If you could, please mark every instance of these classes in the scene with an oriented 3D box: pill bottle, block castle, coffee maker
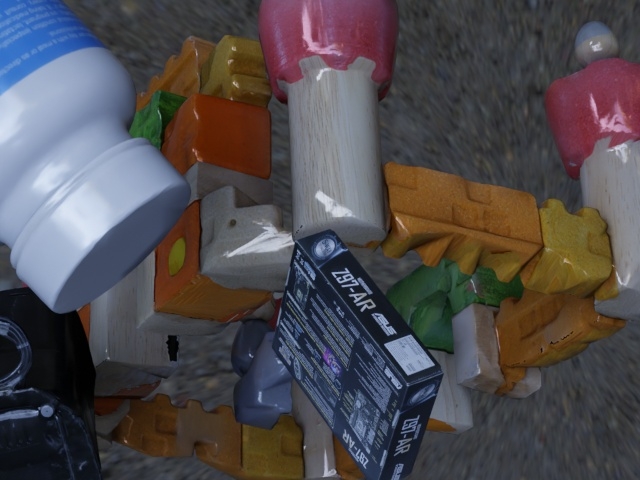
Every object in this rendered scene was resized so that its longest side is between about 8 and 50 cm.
[{"bbox_3d":[-0.169,-0.074,0.949,0.124,0.124,0.221,-45,79,4],"label":"pill bottle"},{"bbox_3d":[0.000,0.000,1.312,0.303,0.453,0.213,12,60,-28],"label":"block castle"},{"bbox_3d":[-0.174,0.092,1.093,0.120,0.178,0.171,8,109,-13],"label":"coffee maker"}]

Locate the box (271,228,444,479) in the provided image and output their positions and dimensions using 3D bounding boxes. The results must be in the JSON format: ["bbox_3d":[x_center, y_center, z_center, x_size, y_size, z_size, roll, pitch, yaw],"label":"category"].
[{"bbox_3d":[0.013,0.047,0.770,0.018,0.067,0.083,-18,52,-28],"label":"box"}]
